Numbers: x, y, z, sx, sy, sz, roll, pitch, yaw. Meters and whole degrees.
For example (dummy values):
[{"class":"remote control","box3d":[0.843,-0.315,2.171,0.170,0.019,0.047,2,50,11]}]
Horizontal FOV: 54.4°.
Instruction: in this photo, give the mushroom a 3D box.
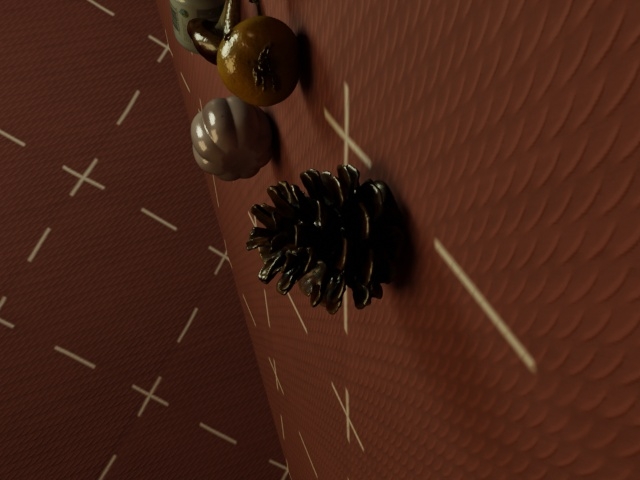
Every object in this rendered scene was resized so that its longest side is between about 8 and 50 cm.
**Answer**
[{"class":"mushroom","box3d":[-0.165,-0.439,1.142,0.227,0.148,0.217,49,136,48]}]

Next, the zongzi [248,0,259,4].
[{"class":"zongzi","box3d":[-0.115,-0.498,0.898,0.242,0.112,0.221,118,138,-81]}]

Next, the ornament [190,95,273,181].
[{"class":"ornament","box3d":[-0.188,-0.220,1.317,0.177,0.177,0.177,165,90,-76]}]

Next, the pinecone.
[{"class":"pinecone","box3d":[0.000,0.000,0.808,0.208,0.208,0.207,165,90,-76]}]

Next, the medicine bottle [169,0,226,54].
[{"class":"medicine bottle","box3d":[-0.251,-0.514,1.314,0.215,0.135,0.135,101,150,-59]}]

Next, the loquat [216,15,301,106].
[{"class":"loquat","box3d":[-0.094,-0.282,0.975,0.141,0.141,0.141,165,90,-76]}]
